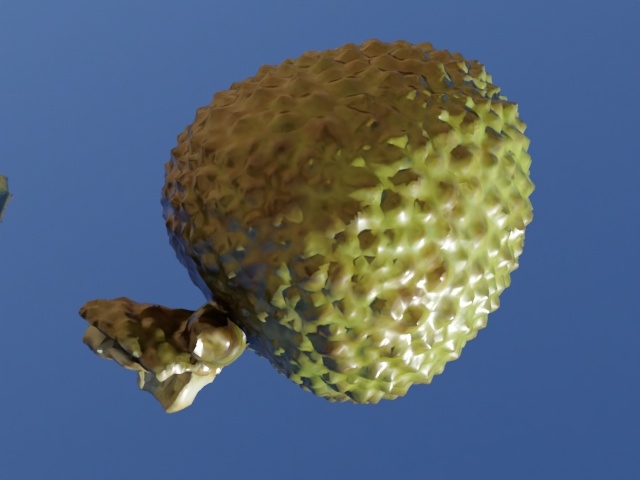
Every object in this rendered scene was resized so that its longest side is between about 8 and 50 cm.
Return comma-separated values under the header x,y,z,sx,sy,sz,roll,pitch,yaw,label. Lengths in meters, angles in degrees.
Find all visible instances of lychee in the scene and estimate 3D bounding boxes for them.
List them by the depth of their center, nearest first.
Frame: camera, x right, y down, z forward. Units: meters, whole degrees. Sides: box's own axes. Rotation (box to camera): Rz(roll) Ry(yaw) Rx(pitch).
x,y,z,sx,sy,sz,roll,pitch,yaw,label
0.008,-0.008,1.350,0.270,0.270,0.320,3,-130,37,lychee

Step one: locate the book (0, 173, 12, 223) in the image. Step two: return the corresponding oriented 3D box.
x,y,z,sx,sy,sz,roll,pitch,yaw,label
-0.439,0.017,1.349,0.379,0.264,0.031,10,-138,-25,book
